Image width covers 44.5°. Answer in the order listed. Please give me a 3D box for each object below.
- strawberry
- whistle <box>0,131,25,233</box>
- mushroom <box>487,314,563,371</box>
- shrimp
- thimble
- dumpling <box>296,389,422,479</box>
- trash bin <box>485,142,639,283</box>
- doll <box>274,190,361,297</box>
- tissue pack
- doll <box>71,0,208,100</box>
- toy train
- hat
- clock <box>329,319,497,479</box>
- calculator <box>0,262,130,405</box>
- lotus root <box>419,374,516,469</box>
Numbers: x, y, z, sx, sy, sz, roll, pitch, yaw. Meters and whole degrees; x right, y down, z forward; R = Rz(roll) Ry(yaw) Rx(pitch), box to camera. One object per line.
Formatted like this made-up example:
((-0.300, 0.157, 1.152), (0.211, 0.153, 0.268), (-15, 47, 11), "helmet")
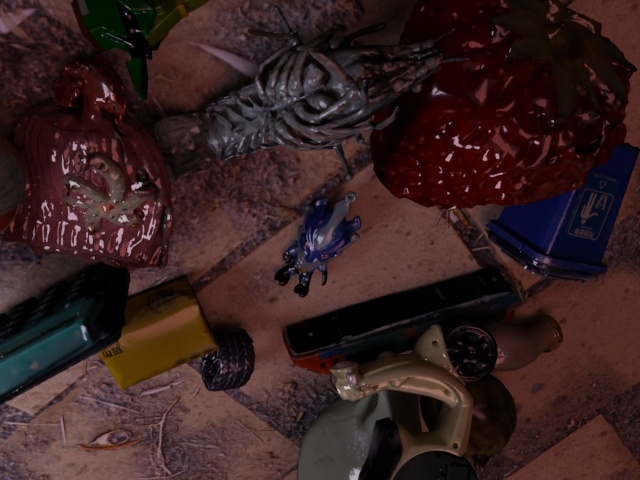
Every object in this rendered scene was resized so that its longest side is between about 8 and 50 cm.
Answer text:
((0.211, -0.177, 1.058), (0.318, 0.295, 0.345), (2, 159, -30), "strawberry")
((-0.439, -0.007, 0.922), (0.189, 0.189, 0.347), (-1, 117, -22), "whistle")
((0.364, 0.195, 1.486), (0.213, 0.088, 0.096), (-10, 102, -21), "mushroom")
((-0.032, -0.168, 0.937), (0.166, 0.411, 0.221), (-26, 101, -46), "shrimp")
((-0.151, 0.197, 1.270), (0.066, 0.095, 0.104), (4, 114, -27), "thimble")
((0.072, 0.384, 1.443), (0.321, 0.270, 0.211), (-36, 109, 18), "dumpling")
((0.389, -0.067, 1.259), (0.163, 0.184, 0.234), (9, 110, -28), "trash bin")
((0.000, 0.000, 1.206), (0.096, 0.070, 0.195), (32, 116, -4), "doll")
((-0.254, 0.142, 1.195), (0.169, 0.082, 0.120), (-22, 129, -6), "tissue pack")
((-0.192, -0.274, 0.886), (0.134, 0.106, 0.186), (41, 88, 2), "doll")
((0.138, 0.146, 1.356), (0.410, 0.086, 0.089), (-15, 131, -11), "toy train")
((-0.295, -0.090, 0.983), (0.237, 0.107, 0.286), (11, 117, -6), "hat")
((0.142, 0.312, 1.275), (0.277, 0.120, 0.378), (6, 84, -12), "clock")
((-0.366, 0.117, 1.030), (0.249, 0.274, 0.058), (-27, 108, 1), "calculator")
((0.281, 0.323, 1.479), (0.173, 0.173, 0.309), (-31, 145, 2), "lotus root")
